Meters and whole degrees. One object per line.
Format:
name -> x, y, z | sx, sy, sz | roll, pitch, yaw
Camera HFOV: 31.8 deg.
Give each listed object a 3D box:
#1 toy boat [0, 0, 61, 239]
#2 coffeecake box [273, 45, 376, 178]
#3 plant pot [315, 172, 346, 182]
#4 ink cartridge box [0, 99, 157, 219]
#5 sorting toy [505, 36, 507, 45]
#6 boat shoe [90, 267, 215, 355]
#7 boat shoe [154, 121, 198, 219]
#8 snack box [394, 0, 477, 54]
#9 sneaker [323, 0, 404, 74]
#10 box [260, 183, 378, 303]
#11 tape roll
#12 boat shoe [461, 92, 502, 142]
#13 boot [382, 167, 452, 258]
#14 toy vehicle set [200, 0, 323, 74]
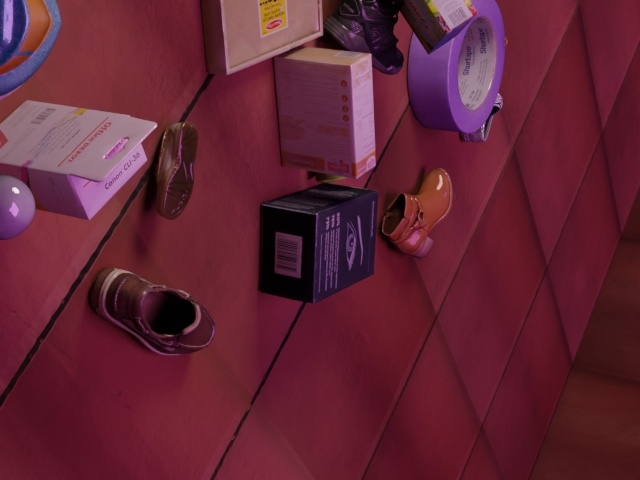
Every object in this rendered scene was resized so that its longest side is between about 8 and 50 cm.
toy boat -> -0.355, -0.163, 1.144 | 0.267, 0.148, 0.318 | -20, 116, -57
coffeecake box -> 0.008, -0.202, 1.765 | 0.068, 0.142, 0.185 | -37, 131, -49
plant pot -> 0.020, -0.149, 1.883 | 0.083, 0.083, 0.079 | -43, 121, -46
ink cartridge box -> -0.278, -0.089, 1.251 | 0.115, 0.198, 0.067 | -53, 142, -37
sorting toy -> 0.375, -0.414, 2.432 | 0.102, 0.042, 0.061 | -65, 148, -22
boat shoe -> -0.206, 0.111, 1.549 | 0.257, 0.095, 0.095 | 29, 75, -59
boat shoe -> -0.201, -0.095, 1.536 | 0.050, 0.045, 0.135 | 22, 78, -50
snack box -> 0.160, -0.422, 1.843 | 0.070, 0.207, 0.174 | -35, -178, -5
sneaker -> 0.105, -0.361, 1.900 | 0.130, 0.087, 0.227 | -49, 149, 12
box -> 0.000, 0.000, 1.856 | 0.207, 0.108, 0.153 | -21, 117, -57
tape roll -> 0.272, -0.353, 2.228 | 0.275, 0.090, 0.275 | -27, 122, -55
boat shoe -> 0.359, -0.291, 2.424 | 0.184, 0.063, 0.066 | -63, 147, -25
boot -> 0.189, -0.070, 2.201 | 0.152, 0.073, 0.197 | 31, 70, -55
toy vehicle set -> -0.082, -0.357, 1.664 | 0.267, 0.035, 0.166 | -34, 128, -51
